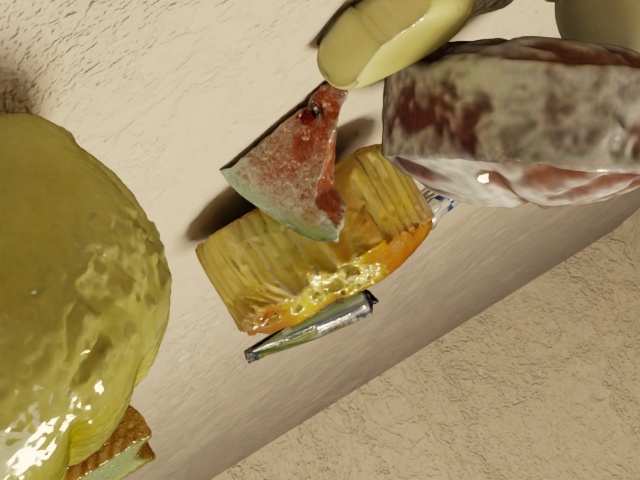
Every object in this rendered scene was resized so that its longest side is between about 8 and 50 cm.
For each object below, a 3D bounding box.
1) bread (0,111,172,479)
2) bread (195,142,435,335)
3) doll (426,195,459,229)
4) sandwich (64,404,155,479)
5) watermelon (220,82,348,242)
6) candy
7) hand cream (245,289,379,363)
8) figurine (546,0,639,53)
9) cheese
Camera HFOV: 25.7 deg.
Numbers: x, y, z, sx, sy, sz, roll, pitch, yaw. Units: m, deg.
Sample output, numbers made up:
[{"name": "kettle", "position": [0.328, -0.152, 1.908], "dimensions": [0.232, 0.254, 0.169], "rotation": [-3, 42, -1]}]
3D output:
[{"name": "bread", "position": [-0.239, 0.078, 0.929], "dimensions": [0.320, 0.237, 0.320], "rotation": [-33, 172, -5]}, {"name": "bread", "position": [0.000, 0.000, 1.488], "dimensions": [0.250, 0.133, 0.179], "rotation": [-30, -177, -34]}, {"name": "doll", "position": [0.130, -0.022, 2.011], "dimensions": [0.227, 0.057, 0.114], "rotation": [-42, 176, -11]}, {"name": "sandwich", "position": [-0.335, 0.326, 2.075], "dimensions": [0.186, 0.065, 0.214], "rotation": [-31, 167, -17]}, {"name": "watermelon", "position": [-0.026, -0.088, 1.351], "dimensions": [0.098, 0.121, 0.158], "rotation": [-45, 140, -68]}, {"name": "candy", "position": [0.187, -0.107, 1.296], "dimensions": [0.289, 0.157, 0.214], "rotation": [7, -176, 40]}, {"name": "hand cream", "position": [-0.016, 0.138, 2.280], "dimensions": [0.235, 0.055, 0.086], "rotation": [-26, 165, -6]}, {"name": "figurine", "position": [0.328, -0.288, 1.278], "dimensions": [0.275, 0.226, 0.394], "rotation": [0, 149, -17]}, {"name": "cheese", "position": [0.106, -0.203, 1.236], "dimensions": [0.255, 0.050, 0.127], "rotation": [-25, 164, -45]}]
